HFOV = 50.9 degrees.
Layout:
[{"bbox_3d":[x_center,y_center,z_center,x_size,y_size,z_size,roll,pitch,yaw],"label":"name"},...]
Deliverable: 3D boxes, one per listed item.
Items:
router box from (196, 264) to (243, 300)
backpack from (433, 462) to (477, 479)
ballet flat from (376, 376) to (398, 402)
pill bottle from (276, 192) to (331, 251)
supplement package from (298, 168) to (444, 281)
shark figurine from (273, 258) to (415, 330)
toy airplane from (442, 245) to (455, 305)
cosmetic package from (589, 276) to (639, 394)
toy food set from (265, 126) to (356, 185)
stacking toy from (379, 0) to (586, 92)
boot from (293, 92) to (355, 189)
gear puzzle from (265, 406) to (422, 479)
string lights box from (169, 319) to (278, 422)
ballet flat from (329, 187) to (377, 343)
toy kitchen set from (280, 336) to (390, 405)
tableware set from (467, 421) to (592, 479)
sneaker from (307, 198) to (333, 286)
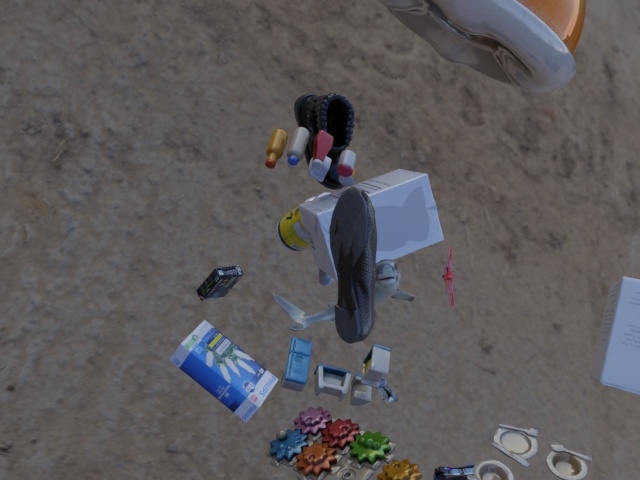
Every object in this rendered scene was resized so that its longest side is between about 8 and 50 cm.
[{"bbox_3d":[-0.297,0.125,1.982,0.092,0.122,0.038,-7,58,-49],"label":"router box"},{"bbox_3d":[0.351,0.574,1.491,0.173,0.158,0.117,-6,113,-16],"label":"backpack"},{"bbox_3d":[0.171,0.405,1.773,0.114,0.041,0.041,56,47,-35],"label":"ballet flat"},{"bbox_3d":[-0.025,-0.052,1.879,0.119,0.208,0.119,12,66,-30],"label":"pill bottle"},{"bbox_3d":[0.123,-0.045,1.658,0.292,0.175,0.178,-20,105,-13],"label":"supplement package"},{"bbox_3d":[0.058,0.087,1.265,0.166,0.278,0.116,16,53,-46],"label":"shark figurine"},{"bbox_3d":[0.313,0.092,1.642,0.151,0.028,0.151,-3,90,-81],"label":"toy airplane"},{"bbox_3d":[0.561,0.172,1.143,0.151,0.151,0.184,26,77,-72],"label":"cosmetic package"},{"bbox_3d":[-0.010,-0.183,1.590,0.232,0.111,0.105,29,54,-20],"label":"toy food set"},{"bbox_3d":[0.321,-0.491,0.969,0.350,0.350,0.480,28,100,-29],"label":"stacking toy"},{"bbox_3d":[0.039,-0.300,2.112,0.131,0.260,0.348,-31,114,-15],"label":"boot"},{"bbox_3d":[0.048,0.429,1.352,0.175,0.338,0.044,-36,125,-39],"label":"gear puzzle"},{"bbox_3d":[-0.253,0.343,1.776,0.259,0.077,0.133,38,30,1],"label":"string lights box"},{"bbox_3d":[0.060,0.040,1.045,0.058,0.084,0.250,-13,108,-38],"label":"ballet flat"},{"bbox_3d":[0.035,0.267,1.527,0.207,0.166,0.122,16,45,-8],"label":"toy kitchen set"},{"bbox_3d":[0.290,0.319,0.924,0.168,0.141,0.020,-39,139,-47],"label":"tableware set"},{"bbox_3d":[0.000,0.000,2.066,0.115,0.105,0.282,1,87,-14],"label":"sneaker"}]
